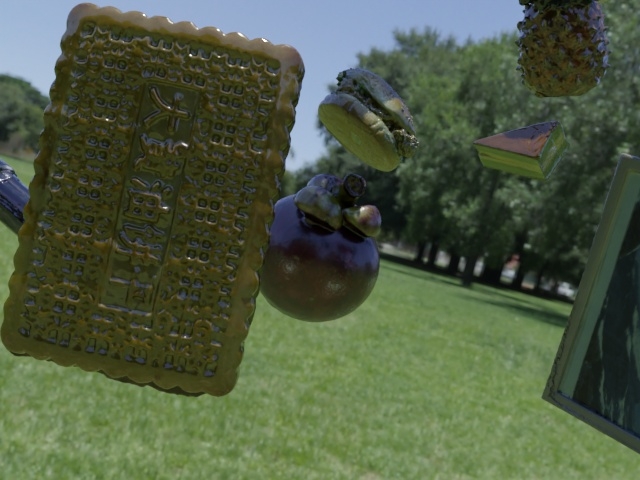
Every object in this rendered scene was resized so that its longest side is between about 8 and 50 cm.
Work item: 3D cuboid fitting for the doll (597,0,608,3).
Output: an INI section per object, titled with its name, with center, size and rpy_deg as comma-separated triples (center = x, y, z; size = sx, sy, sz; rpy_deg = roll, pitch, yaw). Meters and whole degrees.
[doll]
center = 0.484, -0.546, 1.553
size = 0.221, 0.221, 0.251
rpy_deg = 16, -35, -31

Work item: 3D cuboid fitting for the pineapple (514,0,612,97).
[pineapple]
center = 0.367, -0.375, 1.294
size = 0.170, 0.310, 0.141
rpy_deg = -5, 32, 15

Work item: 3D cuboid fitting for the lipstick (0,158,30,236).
[lipstick]
center = -0.484, -0.073, 1.294
size = 0.300, 0.081, 0.081
rpy_deg = 38, 7, 17

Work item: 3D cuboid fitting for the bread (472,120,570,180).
[bread]
center = 0.350, -0.168, 1.509
size = 0.139, 0.084, 0.074
rpy_deg = 19, -22, 44

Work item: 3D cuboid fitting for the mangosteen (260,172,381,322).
[mangosteen]
center = 0.000, 0.000, 1.325
size = 0.215, 0.257, 0.215
rpy_deg = 14, 38, -11

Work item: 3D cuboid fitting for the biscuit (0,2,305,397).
[biscuit]
center = -0.117, -0.025, 0.589
size = 0.172, 0.254, 0.029
rpy_deg = 12, 1, 0

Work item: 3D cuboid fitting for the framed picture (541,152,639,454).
[framed picture]
center = 0.408, 0.091, 0.999
size = 0.022, 0.335, 0.247
rpy_deg = 0, 21, -42

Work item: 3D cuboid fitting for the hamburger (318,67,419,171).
[hamburger]
center = 0.100, -0.227, 1.650
size = 0.215, 0.122, 0.189
rpy_deg = 42, -14, 12
